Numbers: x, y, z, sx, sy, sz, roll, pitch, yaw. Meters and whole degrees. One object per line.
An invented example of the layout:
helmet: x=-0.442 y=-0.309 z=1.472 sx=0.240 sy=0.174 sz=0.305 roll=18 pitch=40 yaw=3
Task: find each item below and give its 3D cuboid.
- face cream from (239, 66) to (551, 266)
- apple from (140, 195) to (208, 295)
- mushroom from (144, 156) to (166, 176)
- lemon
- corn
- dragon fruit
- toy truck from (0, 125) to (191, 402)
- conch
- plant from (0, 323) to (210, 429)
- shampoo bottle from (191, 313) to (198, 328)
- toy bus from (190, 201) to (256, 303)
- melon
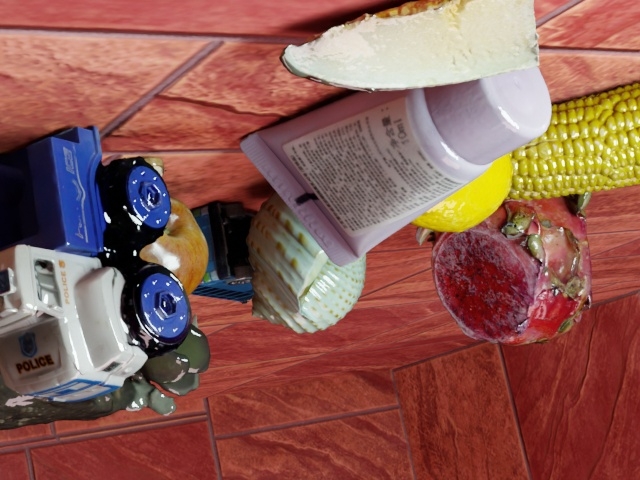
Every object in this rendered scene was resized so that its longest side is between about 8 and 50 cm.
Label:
face cream: x=0.064 y=-0.076 z=1.117 sx=0.274 sy=0.154 sz=0.096 roll=-26 pitch=-157 yaw=40
apple: x=-0.174 y=0.013 z=1.291 sx=0.126 sy=0.126 sz=0.102 roll=-1 pitch=149 yaw=-45
mushroom: x=-0.175 y=-0.056 z=1.206 sx=0.049 sy=0.019 sz=0.101 roll=-3 pitch=164 yaw=-42
lemon: x=0.116 y=-0.064 z=1.224 sx=0.155 sy=0.114 sz=0.114 roll=10 pitch=159 yaw=-32
corn: x=0.307 y=-0.104 z=1.274 sx=0.305 sy=0.106 sz=0.106 roll=-11 pitch=170 yaw=11
dragon fruit: x=0.230 y=0.025 z=1.637 sx=0.147 sy=0.211 sz=0.282 roll=-13 pitch=145 yaw=-31
toy truck: x=-0.219 y=0.018 z=1.035 sx=0.161 sy=0.213 sz=0.177 roll=-19 pitch=163 yaw=26
conch: x=-0.010 y=-0.002 z=1.375 sx=0.131 sy=0.200 sz=0.172 roll=24 pitch=167 yaw=27
plant: x=-0.272 y=0.110 z=1.489 sx=0.276 sy=0.199 sz=0.188 roll=-11 pitch=164 yaw=-13
shampoo bottle: x=-0.254 y=0.170 z=2.187 sx=0.056 sy=0.056 sz=0.195 roll=-5 pitch=168 yaw=-33
toy bus: x=-0.102 y=0.017 z=1.484 sx=0.106 sy=0.090 sz=0.184 roll=-16 pitch=167 yaw=22
melon: x=0.067 y=-0.144 z=0.941 sx=0.182 sy=0.054 sz=0.098 roll=-15 pitch=163 yaw=12
